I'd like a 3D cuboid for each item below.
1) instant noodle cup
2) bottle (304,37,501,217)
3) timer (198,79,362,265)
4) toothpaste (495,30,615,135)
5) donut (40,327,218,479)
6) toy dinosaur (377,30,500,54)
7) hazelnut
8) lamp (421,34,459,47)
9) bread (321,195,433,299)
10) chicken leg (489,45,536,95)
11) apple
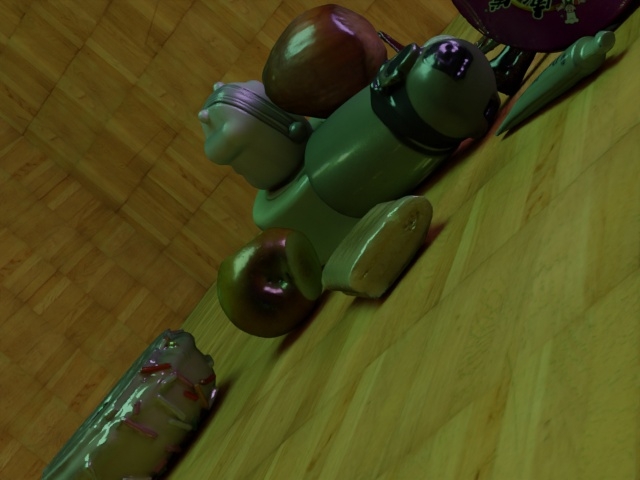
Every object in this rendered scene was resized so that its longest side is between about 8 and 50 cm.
[{"bbox_3d":[0.280,-0.360,1.244,0.251,0.251,0.190,-47,-2,28],"label":"instant noodle cup"},{"bbox_3d":[0.117,-0.162,1.496,0.168,0.168,0.347,-53,9,-33],"label":"bottle"},{"bbox_3d":[-0.066,-0.149,1.789,0.291,0.315,0.291,-48,19,23],"label":"timer"},{"bbox_3d":[0.256,-0.173,1.160,0.067,0.037,0.255,-51,2,-16],"label":"toothpaste"},{"bbox_3d":[-0.308,0.314,1.735,0.382,0.142,0.382,-49,7,8],"label":"donut"},{"bbox_3d":[0.249,-0.346,1.592,0.206,0.113,0.327,-39,18,-35],"label":"toy dinosaur"},{"bbox_3d":[0.004,-0.276,1.654,0.214,0.176,0.214,-20,0,0],"label":"hazelnut"},{"bbox_3d":[0.254,-0.358,2.104,0.106,0.106,0.193,-48,-4,18],"label":"lamp"},{"bbox_3d":[0.068,0.011,1.252,0.139,0.060,0.178,-51,6,-6],"label":"bread"},{"bbox_3d":[0.357,-0.366,1.406,0.407,0.096,0.158,-50,24,22],"label":"chicken leg"},{"bbox_3d":[-0.071,0.064,1.543,0.163,0.146,0.147,-34,-2,0],"label":"apple"}]
